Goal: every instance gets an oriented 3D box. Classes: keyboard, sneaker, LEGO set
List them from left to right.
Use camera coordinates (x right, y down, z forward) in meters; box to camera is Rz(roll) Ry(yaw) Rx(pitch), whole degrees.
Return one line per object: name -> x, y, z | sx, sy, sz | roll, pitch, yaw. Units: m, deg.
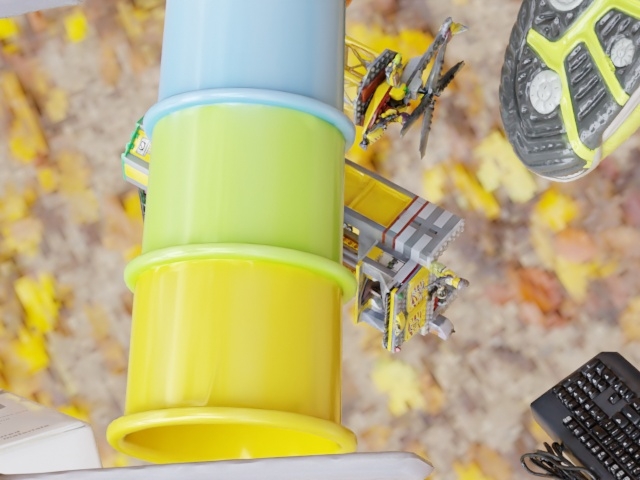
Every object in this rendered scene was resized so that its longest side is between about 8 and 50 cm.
LEGO set -> 0.000, 0.000, 1.429 | 0.192, 0.255, 0.331 | 28, 137, 21
keyboard -> 0.186, 0.132, 1.244 | 0.038, 0.100, 0.192 | 50, 178, -30
sneaker -> 0.269, -0.205, 1.420 | 0.145, 0.147, 0.384 | 40, 103, 43

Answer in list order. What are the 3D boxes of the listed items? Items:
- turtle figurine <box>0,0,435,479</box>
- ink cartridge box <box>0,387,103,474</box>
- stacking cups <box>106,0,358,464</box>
turtle figurine -> -0.168, 0.007, 0.517 | 0.275, 0.266, 0.197 | -26, 66, 28
ink cartridge box -> -0.173, 0.170, 0.989 | 0.237, 0.100, 0.172 | 4, 108, 67
stacking cups -> -0.034, -0.071, 0.783 | 0.096, 0.096, 0.316 | -24, 60, 51
